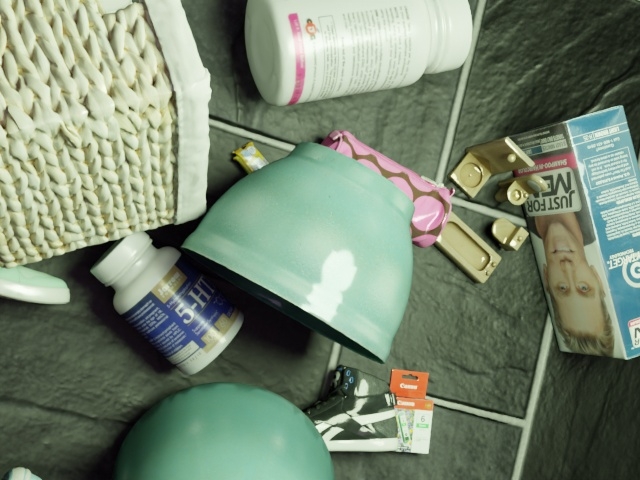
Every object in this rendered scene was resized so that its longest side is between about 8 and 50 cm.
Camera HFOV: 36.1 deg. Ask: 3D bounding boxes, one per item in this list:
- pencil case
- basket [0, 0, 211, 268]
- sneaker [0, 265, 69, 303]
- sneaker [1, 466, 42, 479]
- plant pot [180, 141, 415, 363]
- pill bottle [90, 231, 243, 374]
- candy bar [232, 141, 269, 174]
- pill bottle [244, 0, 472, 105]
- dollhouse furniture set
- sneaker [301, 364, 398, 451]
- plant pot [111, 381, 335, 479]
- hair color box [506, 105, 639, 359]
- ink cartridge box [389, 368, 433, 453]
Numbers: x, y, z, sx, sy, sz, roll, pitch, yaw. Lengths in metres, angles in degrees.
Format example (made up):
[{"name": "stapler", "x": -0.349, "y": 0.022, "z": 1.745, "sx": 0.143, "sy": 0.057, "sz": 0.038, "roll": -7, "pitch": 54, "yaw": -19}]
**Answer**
[{"name": "pencil case", "x": 0.084, "y": -0.077, "z": 1.386, "sx": 0.209, "sy": 0.095, "sz": 0.098, "roll": 27, "pitch": 110, "yaw": -17}, {"name": "basket", "x": -0.295, "y": -0.187, "z": 1.100, "sx": 0.267, "sy": 0.331, "sz": 0.328, "roll": -18, "pitch": 71, "yaw": -13}, {"name": "sneaker", "x": -0.414, "y": -0.015, "z": 1.208, "sx": 0.256, "sy": 0.094, "sz": 0.151, "roll": 22, "pitch": 78, "yaw": -18}, {"name": "sneaker", "x": -0.323, "y": 0.441, "z": 1.206, "sx": 0.208, "sy": 0.127, "sz": 0.318, "roll": 10, "pitch": 94, "yaw": -16}, {"name": "plant pot", "x": 0.000, "y": 0.000, "z": 1.238, "sx": 0.293, "sy": 0.293, "sz": 0.196, "roll": 32, "pitch": 82, "yaw": -15}, {"name": "pill bottle", "x": -0.201, "y": 0.074, "z": 1.268, "sx": 0.186, "sy": 0.112, "sz": 0.112, "roll": 45, "pitch": 75, "yaw": -12}, {"name": "candy bar", "x": -0.061, "y": -0.069, "z": 1.371, "sx": 0.040, "sy": 0.018, "sz": 0.161, "roll": -43, "pitch": 101, "yaw": -19}, {"name": "pill bottle", "x": 0.052, "y": -0.282, "z": 1.345, "sx": 0.283, "sy": 0.160, "sz": 0.160, "roll": -12, "pitch": 91, "yaw": -19}, {"name": "dollhouse furniture set", "x": 0.248, "y": -0.040, "z": 1.421, "sx": 0.144, "sy": 0.123, "sz": 0.151, "roll": 42, "pitch": 76, "yaw": -13}, {"name": "sneaker", "x": 0.001, "y": 0.232, "z": 1.358, "sx": 0.217, "sy": 0.079, "sz": 0.121, "roll": 4, "pitch": 75, "yaw": -18}, {"name": "plant pot", "x": -0.118, "y": 0.342, "z": 1.177, "sx": 0.293, "sy": 0.235, "sz": 0.292, "roll": -1, "pitch": 98, "yaw": -4}, {"name": "hair color box", "x": 0.397, "y": -0.008, "z": 1.445, "sx": 0.105, "sy": 0.174, "sz": 0.347, "roll": -17, "pitch": 93, "yaw": -18}, {"name": "ink cartridge box", "x": 0.129, "y": 0.247, "z": 1.417, "sx": 0.063, "sy": 0.029, "sz": 0.115, "roll": 8, "pitch": 85, "yaw": -18}]
